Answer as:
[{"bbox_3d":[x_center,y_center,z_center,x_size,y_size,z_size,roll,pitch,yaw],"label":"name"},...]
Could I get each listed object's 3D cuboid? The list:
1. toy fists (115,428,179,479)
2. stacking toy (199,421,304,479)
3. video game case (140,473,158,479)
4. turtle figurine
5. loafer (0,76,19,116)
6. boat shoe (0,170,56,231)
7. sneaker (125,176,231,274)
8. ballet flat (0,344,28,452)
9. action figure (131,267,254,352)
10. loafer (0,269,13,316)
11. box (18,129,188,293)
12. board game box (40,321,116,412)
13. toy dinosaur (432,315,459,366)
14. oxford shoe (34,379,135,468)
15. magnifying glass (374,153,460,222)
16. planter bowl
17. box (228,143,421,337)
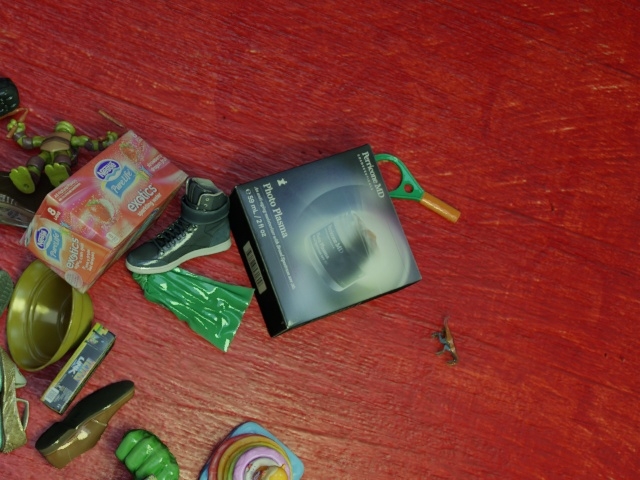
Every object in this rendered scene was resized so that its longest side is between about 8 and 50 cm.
[{"bbox_3d":[-0.278,0.467,1.823,0.096,0.142,0.279,-34,87,-18],"label":"toy fists"},{"bbox_3d":[-0.110,0.430,1.786,0.165,0.302,0.175,40,74,-3],"label":"stacking toy"},{"bbox_3d":[-0.322,0.553,1.769,0.210,0.232,0.042,55,30,3],"label":"video game case"},{"bbox_3d":[-0.521,-0.172,1.899,0.269,0.087,0.217,7,36,-1],"label":"turtle figurine"},{"bbox_3d":[-0.696,-0.257,1.919,0.223,0.076,0.078,-22,48,-10],"label":"loafer"},{"bbox_3d":[-0.592,-0.076,1.901,0.285,0.089,0.105,14,50,-12],"label":"boat shoe"},{"bbox_3d":[-0.275,-0.034,1.901,0.226,0.163,0.086,-21,45,-30],"label":"sneaker"},{"bbox_3d":[-0.580,0.289,1.839,0.067,0.073,0.206,0,80,-40],"label":"ballet flat"},{"bbox_3d":[-0.262,0.110,1.941,0.232,0.063,0.137,26,76,-11],"label":"action figure"},{"bbox_3d":[-0.659,0.158,1.815,0.087,0.094,0.251,8,50,20],"label":"loafer"},{"bbox_3d":[-0.395,-0.061,1.828,0.154,0.142,0.300,39,35,-2],"label":"box"},{"bbox_3d":[-0.447,0.241,1.830,0.048,0.141,0.170,35,73,-2],"label":"board game box"},{"bbox_3d":[0.263,0.217,2.037,0.047,0.090,0.082,-10,37,-25],"label":"toy dinosaur"},{"bbox_3d":[-0.431,0.345,1.862,0.212,0.076,0.076,-38,119,-19],"label":"oxford shoe"},{"bbox_3d":[0.195,-0.106,2.113,0.231,0.026,0.092,29,74,-4],"label":"magnifying glass"},{"bbox_3d":[-0.489,0.140,1.845,0.090,0.217,0.217,16,72,-46],"label":"planter bowl"},{"bbox_3d":[0.000,0.000,1.965,0.294,0.183,0.296,-19,84,-17],"label":"box"}]
